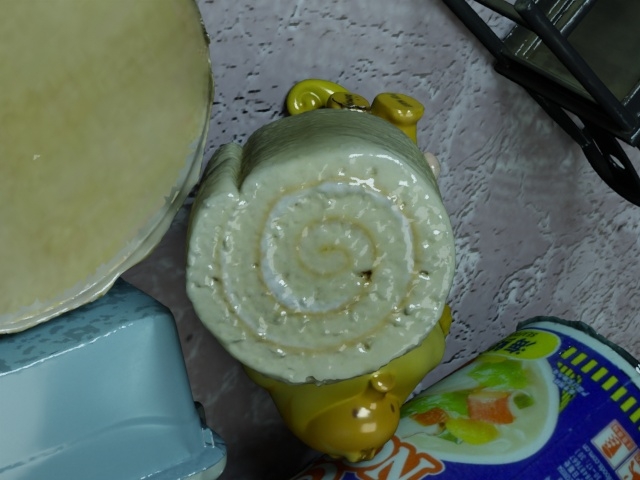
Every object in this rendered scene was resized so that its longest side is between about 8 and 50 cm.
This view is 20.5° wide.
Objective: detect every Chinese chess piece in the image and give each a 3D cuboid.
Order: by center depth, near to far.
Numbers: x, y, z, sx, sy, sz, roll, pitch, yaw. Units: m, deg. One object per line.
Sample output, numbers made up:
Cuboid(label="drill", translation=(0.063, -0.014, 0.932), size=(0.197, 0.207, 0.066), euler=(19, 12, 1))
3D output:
Cuboid(label="Chinese chess piece", translation=(-0.180, -0.076, 0.939), size=(0.257, 0.104, 0.257), euler=(-18, 125, -28))

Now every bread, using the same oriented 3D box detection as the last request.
Cuboid(label="bread", translation=(0.000, 0.000, 1.009), size=(0.148, 0.141, 0.134), euler=(-8, 104, 2))

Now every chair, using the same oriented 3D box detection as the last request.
Cuboid(label="chair", translation=(0.191, -0.141, 1.156), size=(0.141, 0.154, 0.260), euler=(-51, 133, -1))

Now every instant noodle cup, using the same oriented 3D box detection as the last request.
Cuboid(label="instant noodle cup", translation=(0.102, 0.219, 1.239), size=(0.312, 0.284, 0.284), euler=(-37, 133, -24))

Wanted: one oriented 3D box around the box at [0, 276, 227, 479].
Cuboid(label="box", translation=(-0.181, 0.105, 1.012), size=(0.227, 0.162, 0.130), euler=(-18, 115, -28))

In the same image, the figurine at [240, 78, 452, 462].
Cuboid(label="figurine", translation=(0.016, 0.025, 1.137), size=(0.156, 0.131, 0.246), euler=(1, 111, -27))
